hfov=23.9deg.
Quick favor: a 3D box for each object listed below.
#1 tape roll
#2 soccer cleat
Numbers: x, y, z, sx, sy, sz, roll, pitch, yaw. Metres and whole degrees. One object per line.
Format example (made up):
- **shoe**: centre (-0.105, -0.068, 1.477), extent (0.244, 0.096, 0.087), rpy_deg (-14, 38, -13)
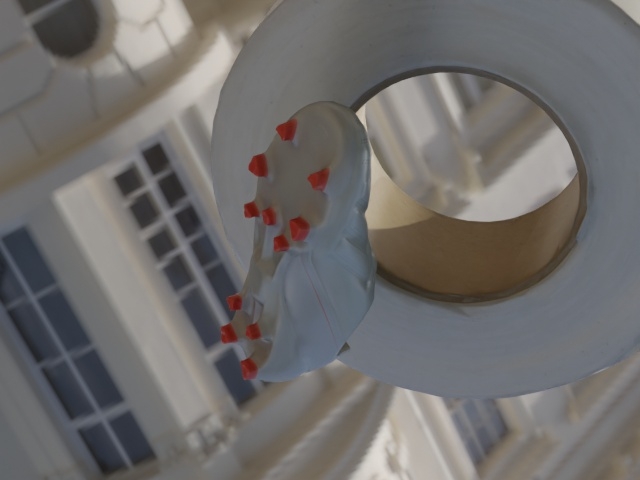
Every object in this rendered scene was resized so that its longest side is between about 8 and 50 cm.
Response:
- **tape roll**: centre (0.085, -0.049, 0.878), extent (0.286, 0.286, 0.100), rpy_deg (-16, -157, 22)
- **soccer cleat**: centre (0.000, 0.000, 0.790), extent (0.076, 0.196, 0.068), rpy_deg (-13, -128, -27)
